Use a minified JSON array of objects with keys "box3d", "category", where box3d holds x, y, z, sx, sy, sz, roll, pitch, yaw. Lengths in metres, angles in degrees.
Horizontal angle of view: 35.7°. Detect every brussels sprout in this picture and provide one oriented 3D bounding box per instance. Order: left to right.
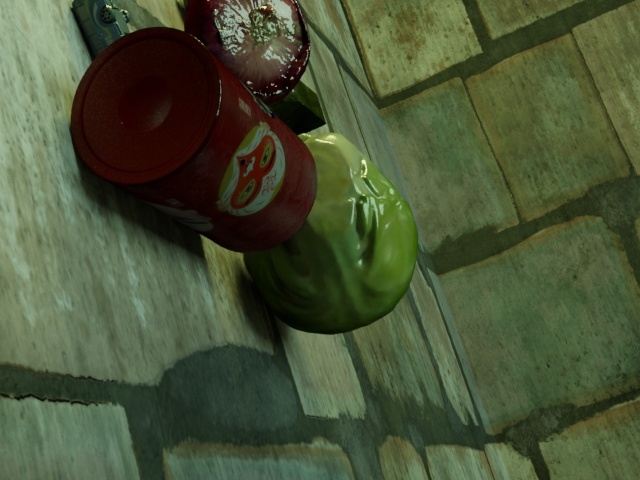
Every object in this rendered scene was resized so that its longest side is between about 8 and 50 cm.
[{"box3d":[0.000,0.000,1.581,0.344,0.268,0.344,36,-24,19],"category":"brussels sprout"}]

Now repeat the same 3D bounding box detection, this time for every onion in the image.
[{"box3d":[-0.136,-0.358,1.777,0.248,0.161,0.248,16,66,-40],"category":"onion"}]

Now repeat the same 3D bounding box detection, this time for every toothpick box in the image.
[{"box3d":[-0.152,-0.118,1.309,0.333,0.204,0.204,38,33,-65],"category":"toothpick box"}]

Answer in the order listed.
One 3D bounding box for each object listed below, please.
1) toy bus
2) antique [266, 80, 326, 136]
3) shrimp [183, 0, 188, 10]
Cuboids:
[{"box3d":[-0.279,-0.265,1.345,0.153,0.061,0.051,67,15,0],"category":"toy bus"},{"box3d":[-0.064,-0.305,2.207,0.080,0.081,0.221,71,13,14],"category":"antique"},{"box3d":[-0.188,-0.428,1.946,0.185,0.068,0.287,64,13,-10],"category":"shrimp"}]
